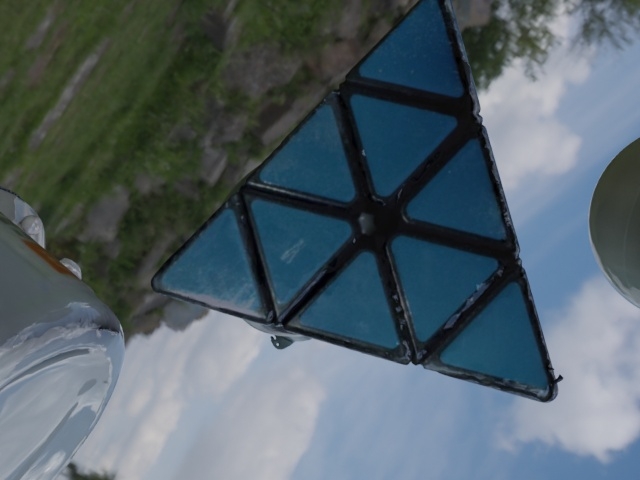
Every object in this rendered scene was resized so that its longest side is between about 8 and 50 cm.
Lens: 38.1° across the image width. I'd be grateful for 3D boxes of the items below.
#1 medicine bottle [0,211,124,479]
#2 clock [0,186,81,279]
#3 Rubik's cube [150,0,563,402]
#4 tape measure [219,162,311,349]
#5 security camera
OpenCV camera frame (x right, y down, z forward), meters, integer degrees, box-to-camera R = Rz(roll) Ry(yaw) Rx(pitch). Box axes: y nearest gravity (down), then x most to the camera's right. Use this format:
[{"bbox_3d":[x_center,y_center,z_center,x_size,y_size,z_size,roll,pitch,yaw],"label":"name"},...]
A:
[{"bbox_3d":[-0.214,0.012,0.382,0.144,0.252,0.144,-49,166,-16],"label":"medicine bottle"},{"bbox_3d":[-0.360,0.011,0.953,0.156,0.229,0.063,-60,-147,33],"label":"clock"},{"bbox_3d":[0.052,-0.012,0.737,0.233,0.228,0.229,-18,-140,42],"label":"Rubik's cube"},{"bbox_3d":[0.000,0.000,1.049,0.275,0.147,0.256,-29,152,11],"label":"tape measure"},{"bbox_3d":[0.343,-0.006,0.837,0.195,0.194,0.236,-58,-157,8],"label":"security camera"}]
